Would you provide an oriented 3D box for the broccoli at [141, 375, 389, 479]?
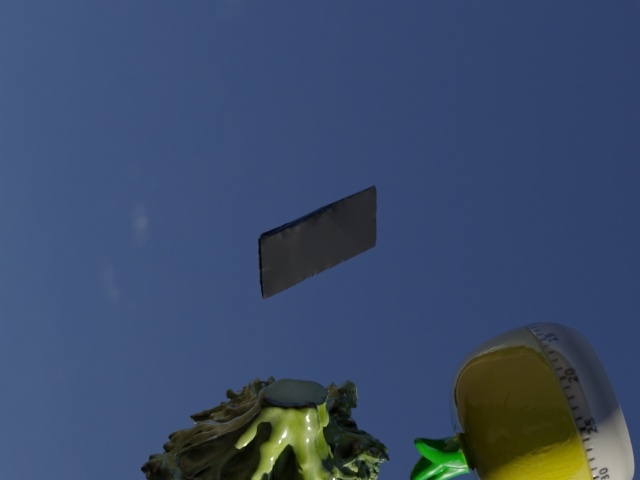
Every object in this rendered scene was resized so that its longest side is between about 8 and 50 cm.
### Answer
[{"bbox_3d":[-0.063,0.250,1.889,0.248,0.288,0.245,35,-51,25],"label":"broccoli"}]

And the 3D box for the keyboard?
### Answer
[{"bbox_3d":[-0.001,-0.001,1.606,0.015,0.196,0.074,20,-61,35],"label":"keyboard"}]

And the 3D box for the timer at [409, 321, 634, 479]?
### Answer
[{"bbox_3d":[0.239,0.253,1.934,0.285,0.285,0.285,-1,-91,58],"label":"timer"}]
